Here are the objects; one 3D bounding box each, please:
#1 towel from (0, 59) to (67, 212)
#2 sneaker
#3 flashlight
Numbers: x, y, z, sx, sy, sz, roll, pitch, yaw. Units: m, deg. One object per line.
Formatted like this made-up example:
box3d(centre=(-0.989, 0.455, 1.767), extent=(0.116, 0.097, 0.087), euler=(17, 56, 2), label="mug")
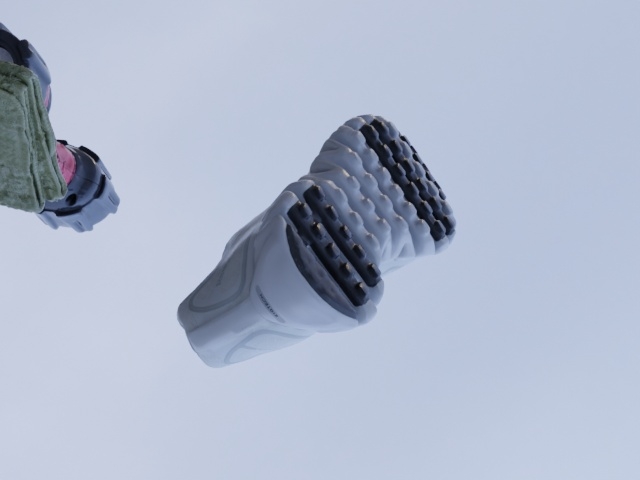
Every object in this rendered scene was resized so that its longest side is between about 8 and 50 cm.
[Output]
box3d(centre=(-0.232, -0.072, 1.113), extent=(0.148, 0.110, 0.027), euler=(9, -138, 15), label="towel")
box3d(centre=(0.000, 0.000, 1.162), extent=(0.118, 0.110, 0.292), euler=(-34, 180, 27), label="sneaker")
box3d(centre=(-0.258, -0.090, 1.637), extent=(0.103, 0.103, 0.304), euler=(-29, 156, 1), label="flashlight")
